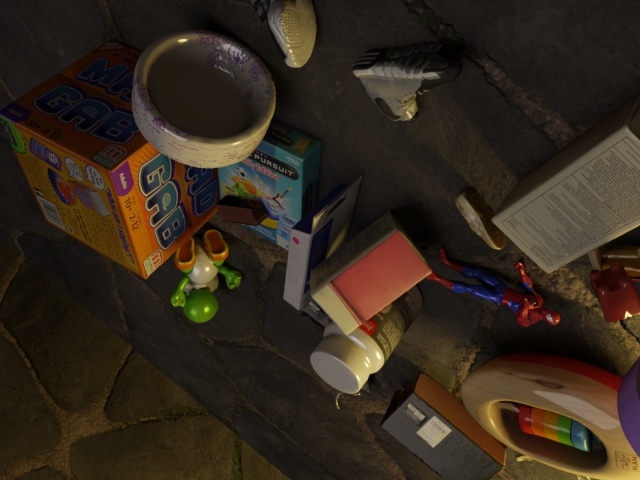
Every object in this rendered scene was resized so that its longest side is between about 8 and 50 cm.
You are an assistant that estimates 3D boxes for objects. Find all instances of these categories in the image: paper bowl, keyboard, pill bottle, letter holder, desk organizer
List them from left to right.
[{"bbox_3d":[-0.244,-0.279,1.372,0.284,0.284,0.148,40,148,2],"label":"paper bowl"},{"bbox_3d":[-0.195,-0.074,1.628,0.130,0.047,0.050,9,132,40],"label":"desk organizer"},{"bbox_3d":[-0.016,0.192,1.921,0.192,0.038,0.100,37,123,9],"label":"keyboard"},{"bbox_3d":[0.109,0.209,1.572,0.161,0.283,0.161,26,144,21],"label":"pill bottle"},{"bbox_3d":[0.346,0.506,1.821,0.302,0.214,0.152,39,115,5],"label":"letter holder"}]

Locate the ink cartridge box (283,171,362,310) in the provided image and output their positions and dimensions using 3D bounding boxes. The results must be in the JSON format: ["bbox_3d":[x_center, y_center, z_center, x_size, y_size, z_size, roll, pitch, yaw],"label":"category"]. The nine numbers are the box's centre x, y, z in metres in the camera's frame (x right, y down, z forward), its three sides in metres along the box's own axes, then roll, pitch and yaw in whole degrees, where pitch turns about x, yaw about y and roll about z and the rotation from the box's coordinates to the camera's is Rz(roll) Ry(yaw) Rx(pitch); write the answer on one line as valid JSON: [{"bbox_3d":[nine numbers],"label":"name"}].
[{"bbox_3d":[0.000,0.000,1.539,0.069,0.176,0.371,36,147,16],"label":"ink cartridge box"}]

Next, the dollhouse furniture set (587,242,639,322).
[{"bbox_3d":[0.598,0.093,1.019,0.374,0.201,0.152,1,129,44],"label":"dollhouse furniture set"}]

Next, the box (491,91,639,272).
[{"bbox_3d":[0.434,-0.083,1.055,0.148,0.121,0.311,43,147,-2],"label":"box"}]

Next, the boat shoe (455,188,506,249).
[{"bbox_3d":[0.313,-0.039,1.301,0.135,0.050,0.045,57,148,-5],"label":"boat shoe"}]

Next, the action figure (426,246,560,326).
[{"bbox_3d":[0.358,0.085,1.350,0.280,0.091,0.139,27,153,21],"label":"action figure"}]

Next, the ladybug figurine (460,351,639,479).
[{"bbox_3d":[0.527,0.363,1.435,0.449,0.162,0.305,11,136,38],"label":"ladybug figurine"}]

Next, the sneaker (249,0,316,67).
[{"bbox_3d":[-0.107,-0.448,1.215,0.153,0.101,0.269,9,129,40],"label":"sneaker"}]

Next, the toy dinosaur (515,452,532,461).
[{"bbox_3d":[0.573,0.506,1.646,0.118,0.064,0.268,36,149,-19],"label":"toy dinosaur"}]

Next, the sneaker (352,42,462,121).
[{"bbox_3d":[0.167,-0.268,1.165,0.228,0.086,0.132,18,146,47],"label":"sneaker"}]

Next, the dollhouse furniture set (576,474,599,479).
[{"bbox_3d":[0.694,0.583,1.644,0.076,0.058,0.151,46,166,-20],"label":"dollhouse furniture set"}]

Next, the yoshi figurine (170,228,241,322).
[{"bbox_3d":[-0.366,0.134,2.059,0.203,0.203,0.362,28,148,8],"label":"yoshi figurine"}]

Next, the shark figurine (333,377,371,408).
[{"bbox_3d":[0.098,0.368,1.909,0.116,0.278,0.166,-26,78,16],"label":"shark figurine"}]

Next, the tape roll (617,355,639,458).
[{"bbox_3d":[0.655,0.291,1.119,0.274,0.275,0.090,27,144,21],"label":"tape roll"}]

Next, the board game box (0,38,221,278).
[{"bbox_3d":[-0.468,-0.203,1.620,0.356,0.356,0.357,27,144,21],"label":"board game box"}]

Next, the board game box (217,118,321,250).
[{"bbox_3d":[-0.129,-0.143,1.598,0.253,0.079,0.336,28,145,19],"label":"board game box"}]

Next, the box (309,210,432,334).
[{"bbox_3d":[0.104,0.067,1.435,0.232,0.149,0.127,-38,104,11],"label":"box"}]
